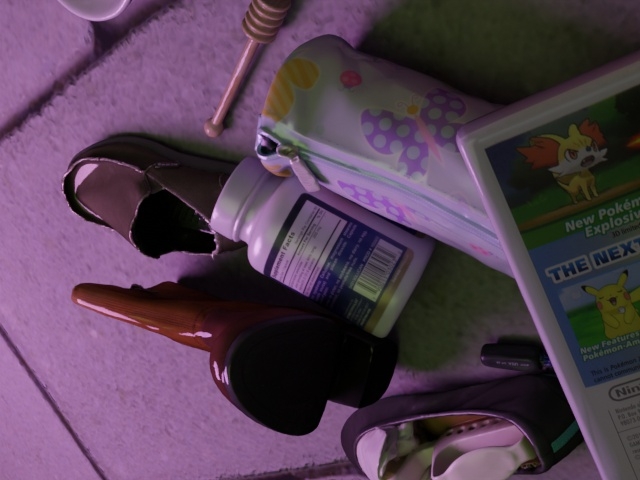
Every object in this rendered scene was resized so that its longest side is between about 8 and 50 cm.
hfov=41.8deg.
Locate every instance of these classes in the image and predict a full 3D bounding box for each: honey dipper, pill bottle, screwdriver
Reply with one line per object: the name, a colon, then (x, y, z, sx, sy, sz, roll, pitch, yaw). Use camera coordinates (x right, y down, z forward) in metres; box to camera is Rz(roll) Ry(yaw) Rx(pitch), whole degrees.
honey dipper: (-0.067, -0.144, 0.704, 0.030, 0.030, 0.160, 42, 137, 6)
pill bottle: (0.000, 0.000, 0.685, 0.169, 0.094, 0.094, 29, 131, 5)
screwdriver: (0.210, 0.094, 0.669, 0.170, 0.024, 0.025, -5, 86, 30)

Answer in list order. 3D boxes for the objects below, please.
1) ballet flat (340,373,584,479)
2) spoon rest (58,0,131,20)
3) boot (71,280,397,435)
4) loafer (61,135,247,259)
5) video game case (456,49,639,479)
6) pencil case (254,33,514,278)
ballet flat: (0.101, 0.182, 0.744, 0.280, 0.096, 0.095, -29, 100, 43)
spoon rest: (-0.153, -0.269, 0.644, 0.276, 0.084, 0.137, -23, 103, 41)
boot: (-0.102, 0.069, 0.731, 0.280, 0.264, 0.096, 16, 97, 26)
loafer: (-0.161, -0.038, 0.792, 0.251, 0.087, 0.094, 8, 122, 31)
video game case: (0.284, 0.010, 0.459, 0.329, 0.036, 0.300, -22, 105, 16)
pencil case: (0.089, -0.052, 0.584, 0.273, 0.124, 0.113, 25, 116, 19)
